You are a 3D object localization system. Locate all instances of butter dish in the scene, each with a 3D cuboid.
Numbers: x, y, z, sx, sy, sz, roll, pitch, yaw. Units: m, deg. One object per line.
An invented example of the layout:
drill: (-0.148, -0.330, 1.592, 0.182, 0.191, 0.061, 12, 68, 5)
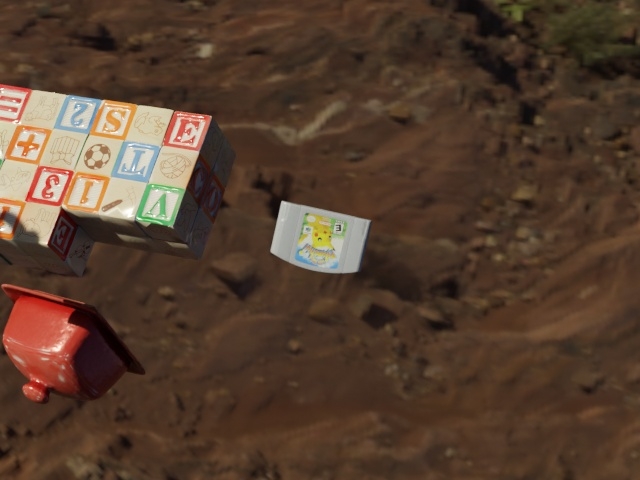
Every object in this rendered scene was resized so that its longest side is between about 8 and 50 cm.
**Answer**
butter dish: (-0.319, 0.143, 1.767, 0.118, 0.160, 0.160, -62, 147, -25)

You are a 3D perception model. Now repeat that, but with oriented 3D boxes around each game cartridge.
game cartridge: (0.000, 0.000, 1.299, 0.083, 0.017, 0.056, 12, 99, -5)

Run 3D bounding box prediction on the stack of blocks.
stack of blocks: (-0.258, -0.057, 1.527, 0.087, 0.297, 0.171, 59, 44, -61)
